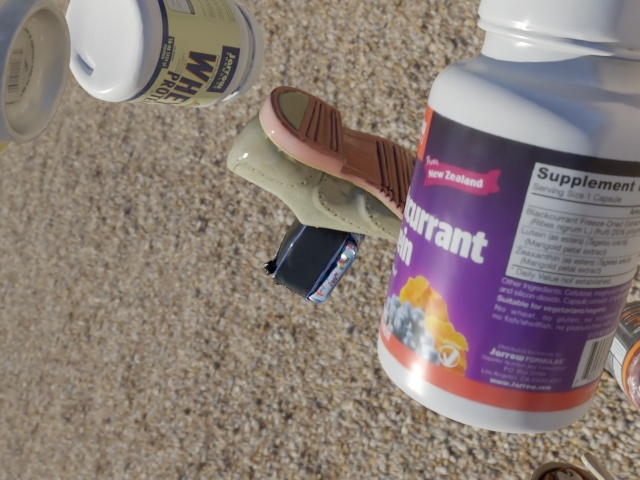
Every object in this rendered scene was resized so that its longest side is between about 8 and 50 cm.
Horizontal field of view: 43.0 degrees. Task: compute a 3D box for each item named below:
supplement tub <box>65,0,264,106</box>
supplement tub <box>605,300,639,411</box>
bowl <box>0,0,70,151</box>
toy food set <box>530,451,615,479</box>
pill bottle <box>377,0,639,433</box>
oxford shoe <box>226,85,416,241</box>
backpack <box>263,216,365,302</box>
[{"bbox_3d":[-0.285,-0.373,1.533,0.235,0.325,0.235,4,98,36],"label":"supplement tub"},{"bbox_3d":[0.377,0.137,0.889,0.106,0.106,0.198,-59,0,12],"label":"supplement tub"},{"bbox_3d":[-0.298,-0.152,0.649,0.289,0.156,0.289,16,-90,-87],"label":"bowl"},{"bbox_3d":[0.269,0.270,0.803,0.132,0.192,0.038,48,128,28],"label":"toy food set"},{"bbox_3d":[0.095,-0.021,0.370,0.108,0.108,0.193,37,123,52],"label":"pill bottle"},{"bbox_3d":[0.048,-0.073,1.184,0.146,0.397,0.140,-40,31,34],"label":"oxford shoe"},{"bbox_3d":[0.000,0.000,1.341,0.158,0.117,0.173,-56,3,23],"label":"backpack"}]
